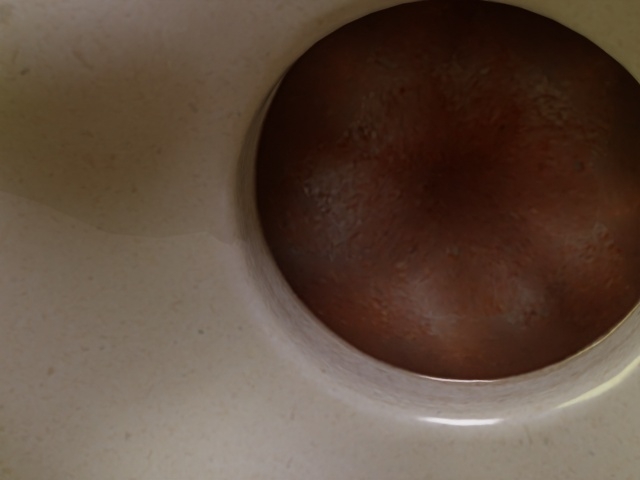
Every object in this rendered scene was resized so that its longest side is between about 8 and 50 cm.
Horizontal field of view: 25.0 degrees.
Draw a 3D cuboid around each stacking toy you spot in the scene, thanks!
[{"bbox_3d":[0.068,-0.088,0.552,0.480,0.350,0.351,-68,1,-64],"label":"stacking toy"}]
